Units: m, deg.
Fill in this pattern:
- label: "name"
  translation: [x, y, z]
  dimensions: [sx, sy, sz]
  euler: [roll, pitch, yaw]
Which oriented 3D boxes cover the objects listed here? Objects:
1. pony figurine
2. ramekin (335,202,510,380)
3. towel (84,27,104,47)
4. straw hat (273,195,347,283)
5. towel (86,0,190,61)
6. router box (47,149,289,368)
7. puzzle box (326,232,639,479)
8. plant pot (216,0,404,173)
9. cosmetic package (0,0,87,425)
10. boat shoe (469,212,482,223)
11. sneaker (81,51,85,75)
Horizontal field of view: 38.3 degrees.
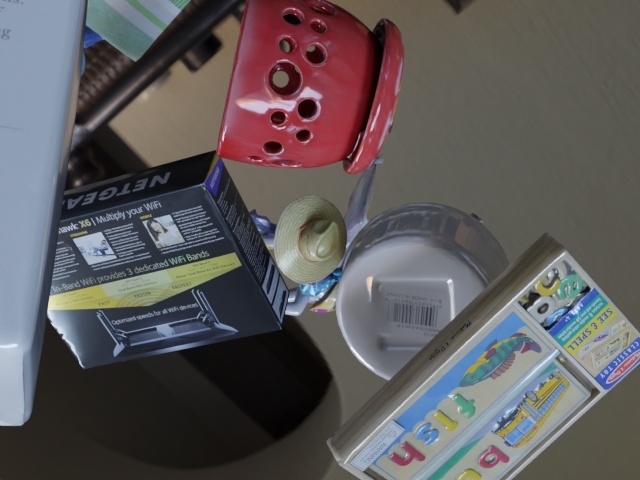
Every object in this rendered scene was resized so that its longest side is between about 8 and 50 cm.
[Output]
- label: "pony figurine"
  translation: [0.010, 0.032, 1.837]
  dimensions: [0.363, 0.303, 0.351]
  euler: [3, -121, 5]
- label: "ramekin"
  translation: [0.155, 0.091, 1.424]
  dimensions: [0.277, 0.277, 0.135]
  euler: [-35, -173, 21]
- label: "towel"
  translation: [-0.374, -0.513, 1.756]
  dimensions: [0.336, 0.243, 0.040]
  euler: [-34, 152, -16]
- label: "straw hat"
  translation: [0.000, 0.000, 1.451]
  dimensions: [0.144, 0.144, 0.061]
  euler: [-49, -157, -21]
- label: "towel"
  translation: [-0.242, -0.442, 1.466]
  dimensions: [0.325, 0.038, 0.248]
  euler: [-46, 162, 6]
- label: "router box"
  translation: [-0.228, 0.035, 1.204]
  dimensions: [0.309, 0.243, 0.081]
  euler: [-13, -145, 17]
- label: "puzzle box"
  translation: [0.239, 0.212, 1.266]
  dimensions: [0.409, 0.272, 0.052]
  euler: [-45, -145, 7]
- label: "plant pot"
  translation: [-0.012, -0.163, 0.982]
  dimensions: [0.191, 0.174, 0.191]
  euler: [-166, -90, -81]
- label: "cosmetic package"
  translation: [-0.395, -0.066, 0.816]
  dimensions: [0.327, 0.329, 0.394]
  euler: [128, -33, -64]
- label: "boat shoe"
  translation: [0.214, -0.010, 1.684]
  dimensions: [0.183, 0.066, 0.066]
  euler: [-35, 173, 39]
- label: "sneaker"
  translation: [-0.513, -0.319, 1.428]
  dimensions: [0.127, 0.319, 0.208]
  euler: [-50, -174, 34]
